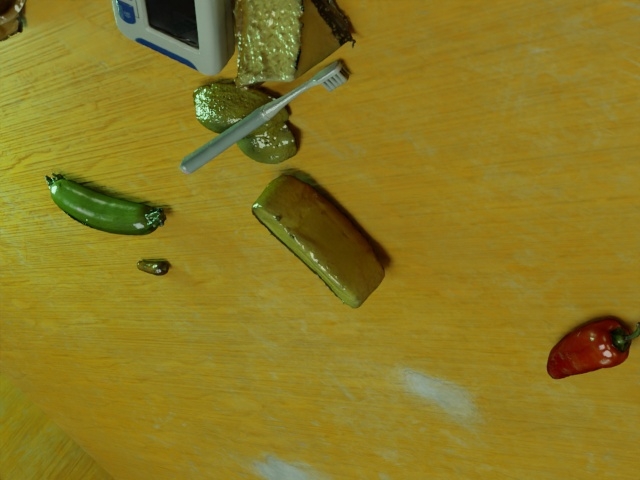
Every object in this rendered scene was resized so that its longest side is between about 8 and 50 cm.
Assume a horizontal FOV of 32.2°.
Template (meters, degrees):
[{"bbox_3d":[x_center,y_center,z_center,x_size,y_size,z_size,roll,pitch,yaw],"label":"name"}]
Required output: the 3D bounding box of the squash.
[{"bbox_3d":[-0.416,-0.057,2.127,0.318,0.071,0.080,17,146,30],"label":"squash"}]

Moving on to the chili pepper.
[{"bbox_3d":[0.388,0.162,1.611,0.071,0.063,0.272,48,154,2],"label":"chili pepper"}]

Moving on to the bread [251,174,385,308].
[{"bbox_3d":[0.000,0.000,1.752,0.245,0.094,0.102,45,159,-15],"label":"bread"}]

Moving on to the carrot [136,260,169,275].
[{"bbox_3d":[-0.343,0.055,2.263,0.093,0.032,0.032,5,139,48],"label":"carrot"}]

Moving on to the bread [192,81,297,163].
[{"bbox_3d":[-0.120,-0.166,1.662,0.187,0.065,0.149,12,149,33],"label":"bread"}]

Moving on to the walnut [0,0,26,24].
[{"bbox_3d":[-0.484,-0.418,1.634,0.167,0.087,0.211,41,132,-7],"label":"walnut"}]

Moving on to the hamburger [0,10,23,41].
[{"bbox_3d":[-0.540,-0.374,1.760,0.087,0.102,0.176,45,153,9],"label":"hamburger"}]

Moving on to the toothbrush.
[{"bbox_3d":[-0.088,-0.169,1.562,0.342,0.025,0.030,-25,122,38],"label":"toothbrush"}]

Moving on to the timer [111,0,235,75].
[{"bbox_3d":[-0.196,-0.343,1.461,0.178,0.078,0.253,26,151,13],"label":"timer"}]

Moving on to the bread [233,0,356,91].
[{"bbox_3d":[-0.055,-0.271,1.403,0.147,0.127,0.152,-3,116,49],"label":"bread"}]
